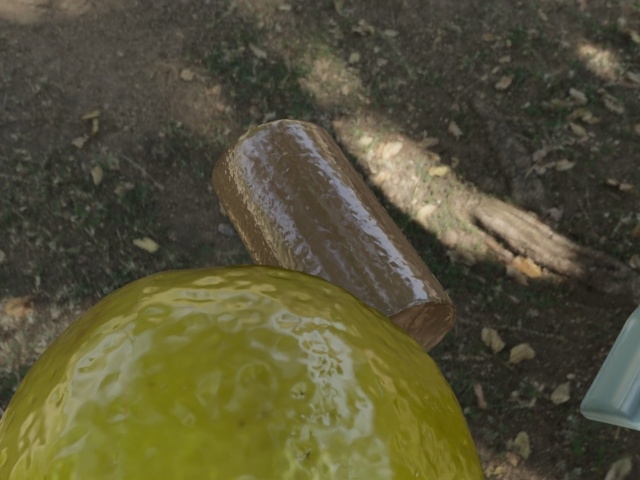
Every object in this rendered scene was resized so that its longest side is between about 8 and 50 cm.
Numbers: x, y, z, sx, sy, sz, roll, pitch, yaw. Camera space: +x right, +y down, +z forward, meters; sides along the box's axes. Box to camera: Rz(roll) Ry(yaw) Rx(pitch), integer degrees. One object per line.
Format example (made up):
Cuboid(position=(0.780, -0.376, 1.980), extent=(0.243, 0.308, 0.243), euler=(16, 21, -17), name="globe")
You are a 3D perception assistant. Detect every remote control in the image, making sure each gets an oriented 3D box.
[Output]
Cuboid(position=(0.222, 0.047, 0.479), extent=(0.029, 0.061, 0.162), euler=(37, 76, -11), name="remote control")

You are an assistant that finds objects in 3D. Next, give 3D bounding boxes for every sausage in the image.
Cuboid(position=(0.000, 0.000, 0.642), extent=(0.123, 0.123, 0.253), euler=(-21, 55, -17), name="sausage")

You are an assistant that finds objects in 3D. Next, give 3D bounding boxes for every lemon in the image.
Cuboid(position=(-0.044, 0.149, 0.409), extent=(0.293, 0.293, 0.293), euler=(3, 59, -4), name="lemon")
